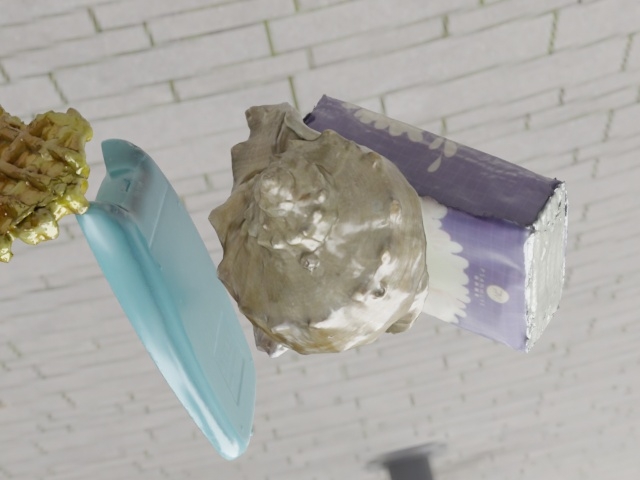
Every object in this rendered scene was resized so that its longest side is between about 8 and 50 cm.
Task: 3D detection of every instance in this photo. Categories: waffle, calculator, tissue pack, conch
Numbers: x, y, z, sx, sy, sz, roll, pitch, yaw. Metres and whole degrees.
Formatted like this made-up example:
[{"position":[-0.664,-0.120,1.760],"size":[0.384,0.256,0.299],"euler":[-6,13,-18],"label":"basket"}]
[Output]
[{"position":[-0.359,-0.065,1.451],"size":[0.291,0.291,0.051],"euler":[-16,136,7],"label":"waffle"},{"position":[-0.159,0.076,1.598],"size":[0.054,0.256,0.386],"euler":[-19,115,11],"label":"calculator"},{"position":[0.125,-0.022,1.692],"size":[0.343,0.125,0.242],"euler":[22,147,24],"label":"tissue pack"},{"position":[-0.010,0.004,1.304],"size":[0.186,0.263,0.324],"euler":[-26,147,-7],"label":"conch"}]
